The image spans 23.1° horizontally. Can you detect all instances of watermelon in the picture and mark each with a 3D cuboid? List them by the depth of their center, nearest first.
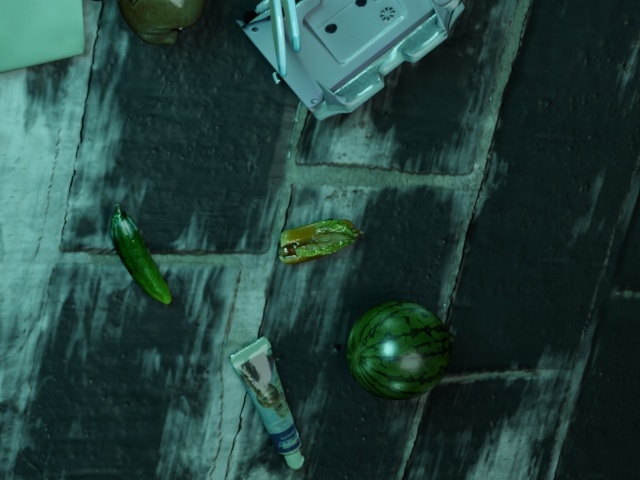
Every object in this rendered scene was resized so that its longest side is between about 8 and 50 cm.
[{"bbox_3d":[0.125,0.148,2.196,0.187,0.141,0.140,-14,118,-36],"label":"watermelon"}]

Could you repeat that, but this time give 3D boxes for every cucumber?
[{"bbox_3d":[-0.228,0.019,1.937,0.039,0.039,0.168,-39,130,-17],"label":"cucumber"}]

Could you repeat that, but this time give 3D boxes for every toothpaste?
[{"bbox_3d":[-0.066,0.229,2.157,0.062,0.037,0.216,-32,121,-20],"label":"toothpaste"}]

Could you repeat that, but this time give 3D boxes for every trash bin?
[{"bbox_3d":[-0.331,-0.247,1.727,0.130,0.059,0.116,-17,121,-31],"label":"trash bin"}]

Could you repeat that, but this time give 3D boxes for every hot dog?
[{"bbox_3d":[0.000,0.000,2.097,0.133,0.041,0.056,-15,119,-31],"label":"hot dog"}]

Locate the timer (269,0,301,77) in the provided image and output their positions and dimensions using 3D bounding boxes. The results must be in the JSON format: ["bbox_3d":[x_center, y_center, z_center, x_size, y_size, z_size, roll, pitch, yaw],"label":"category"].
[{"bbox_3d":[-0.073,-0.337,1.792,0.175,0.175,0.255,23,77,-41],"label":"timer"}]

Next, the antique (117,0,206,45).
[{"bbox_3d":[-0.174,-0.343,1.725,0.121,0.143,0.257,-9,111,-64],"label":"antique"}]

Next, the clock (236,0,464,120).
[{"bbox_3d":[0.040,-0.276,1.937,0.253,0.083,0.186,-38,130,6],"label":"clock"}]
